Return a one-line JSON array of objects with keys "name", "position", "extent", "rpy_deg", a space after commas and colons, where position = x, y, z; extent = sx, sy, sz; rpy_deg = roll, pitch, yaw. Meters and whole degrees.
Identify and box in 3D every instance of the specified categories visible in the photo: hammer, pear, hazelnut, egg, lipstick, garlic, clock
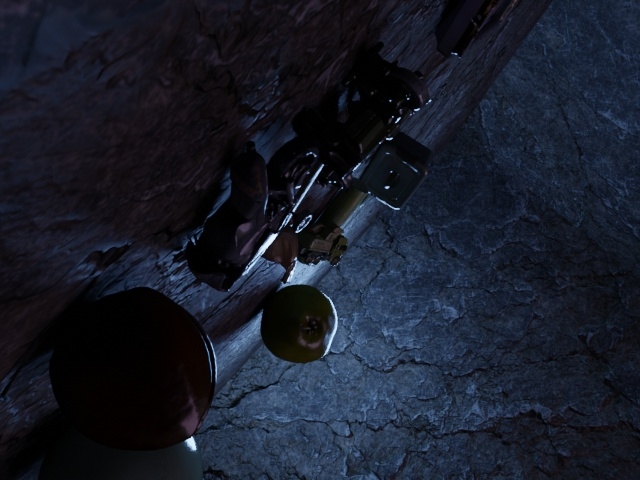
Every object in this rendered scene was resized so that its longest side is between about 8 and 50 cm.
[{"name": "hammer", "position": [-0.032, -0.097, 0.993], "extent": [0.043, 0.111, 0.365], "rpy_deg": [-44, 178, -24]}, {"name": "pear", "position": [-0.091, 0.300, 2.079], "extent": [0.287, 0.287, 0.375], "rpy_deg": [-47, -171, -13]}, {"name": "hazelnut", "position": [-0.223, 0.165, 0.710], "extent": [0.208, 0.208, 0.208], "rpy_deg": [-48, 173, -8]}, {"name": "egg", "position": [-0.354, 0.429, 1.026], "extent": [0.276, 0.276, 0.389], "rpy_deg": [-47, 175, -20]}, {"name": "lipstick", "position": [0.027, -0.049, 1.654], "extent": [0.304, 0.076, 0.076], "rpy_deg": [-52, 173, 27]}, {"name": "garlic", "position": [-0.095, 0.026, 1.277], "extent": [0.174, 0.099, 0.123], "rpy_deg": [93, 19, -85]}, {"name": "clock", "position": [0.338, -0.491, 1.145], "extent": [0.253, 0.083, 0.186], "rpy_deg": [-44, 171, -37]}]

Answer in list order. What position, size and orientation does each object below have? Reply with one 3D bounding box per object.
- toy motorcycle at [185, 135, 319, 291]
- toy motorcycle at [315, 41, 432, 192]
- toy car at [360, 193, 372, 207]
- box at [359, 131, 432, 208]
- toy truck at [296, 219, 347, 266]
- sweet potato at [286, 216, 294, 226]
[{"name": "toy motorcycle", "position": [-0.108, -0.024, 0.824], "extent": [0.173, 0.108, 0.307], "rpy_deg": [-32, 160, -50]}, {"name": "toy motorcycle", "position": [0.064, -0.193, 0.946], "extent": [0.205, 0.127, 0.275], "rpy_deg": [-47, 180, -9]}, {"name": "toy car", "position": [0.191, -0.198, 1.956], "extent": [0.204, 0.056, 0.095], "rpy_deg": [-53, 171, 33]}, {"name": "box", "position": [0.233, -0.213, 1.730], "extent": [0.130, 0.162, 0.227], "rpy_deg": [-57, 179, -36]}, {"name": "toy truck", "position": [0.000, 0.000, 1.542], "extent": [0.191, 0.085, 0.116], "rpy_deg": [7, 117, -56]}, {"name": "sweet potato", "position": [-0.072, -0.040, 1.294], "extent": [0.026, 0.026, 0.115], "rpy_deg": [-48, 176, -10]}]
